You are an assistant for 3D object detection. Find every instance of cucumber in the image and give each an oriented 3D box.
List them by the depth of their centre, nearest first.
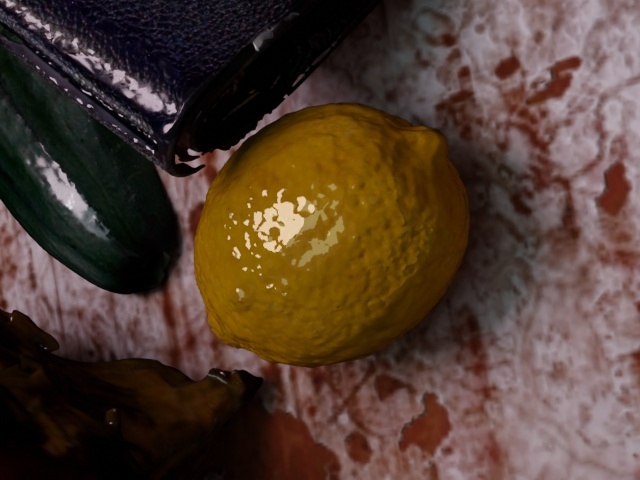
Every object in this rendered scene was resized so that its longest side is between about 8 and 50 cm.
[{"bbox_3d":[-0.185,-0.064,1.026,0.244,0.063,0.115,47,112,20],"label":"cucumber"}]

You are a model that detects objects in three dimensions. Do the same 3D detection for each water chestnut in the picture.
[{"bbox_3d":[-0.188,0.163,0.913,0.347,0.335,0.335,-31,73,-5],"label":"water chestnut"}]

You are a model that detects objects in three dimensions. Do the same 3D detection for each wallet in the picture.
[{"bbox_3d":[-0.070,-0.180,0.889,0.221,0.071,0.262,36,70,25],"label":"wallet"}]

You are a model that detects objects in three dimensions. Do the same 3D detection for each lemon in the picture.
[{"bbox_3d":[0.000,0.000,0.874,0.187,0.142,0.142,-40,71,31],"label":"lemon"}]
